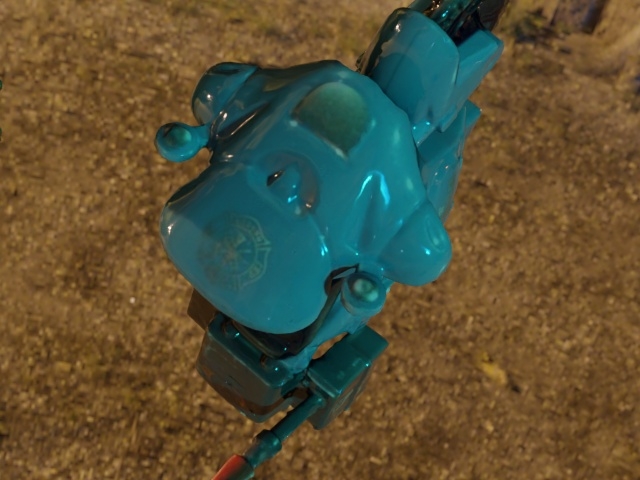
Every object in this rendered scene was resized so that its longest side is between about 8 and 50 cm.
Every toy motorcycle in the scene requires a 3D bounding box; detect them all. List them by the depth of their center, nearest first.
[{"bbox_3d":[0.000,0.000,0.497,0.123,0.272,0.182,39,53,13],"label":"toy motorcycle"}]

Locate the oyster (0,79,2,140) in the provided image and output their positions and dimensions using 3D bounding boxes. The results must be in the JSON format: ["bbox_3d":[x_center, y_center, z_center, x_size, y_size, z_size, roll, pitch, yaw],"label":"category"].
[{"bbox_3d":[-0.227,-0.132,0.537,0.111,0.396,0.204,-16,79,-24],"label":"oyster"}]
